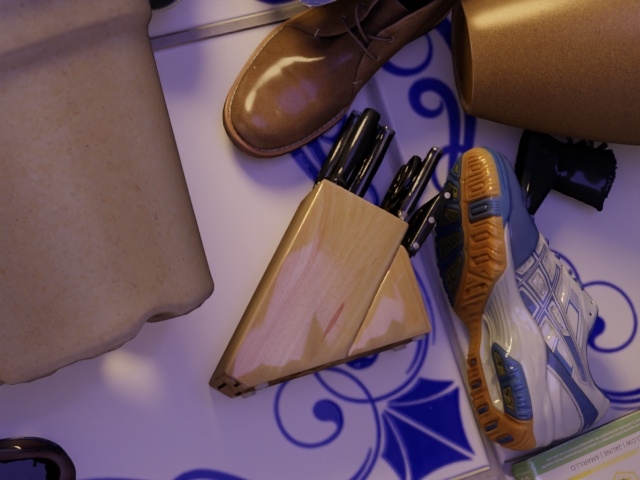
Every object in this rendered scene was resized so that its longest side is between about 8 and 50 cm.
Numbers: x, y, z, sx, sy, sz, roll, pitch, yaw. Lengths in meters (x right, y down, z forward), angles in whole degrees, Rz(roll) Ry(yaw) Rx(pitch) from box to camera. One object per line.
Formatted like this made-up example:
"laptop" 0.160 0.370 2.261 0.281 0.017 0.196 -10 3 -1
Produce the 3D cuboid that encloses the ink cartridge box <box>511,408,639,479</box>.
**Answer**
"ink cartridge box" 0.309 0.295 1.492 0.171 0.056 0.235 -20 81 -19

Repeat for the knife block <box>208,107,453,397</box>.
"knife block" 0.000 0.000 1.461 0.275 0.088 0.242 -16 81 -17

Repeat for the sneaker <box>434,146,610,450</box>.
"sneaker" 0.201 0.052 1.503 0.131 0.112 0.297 -9 88 -25

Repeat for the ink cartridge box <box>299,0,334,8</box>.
"ink cartridge box" 0.035 -0.325 1.501 0.224 0.045 0.223 -23 44 -19

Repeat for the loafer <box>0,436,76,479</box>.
"loafer" -0.358 0.224 1.307 0.302 0.095 0.109 -12 80 -17

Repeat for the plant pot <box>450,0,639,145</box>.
"plant pot" 0.264 -0.197 1.520 0.254 0.237 0.237 -6 78 -5

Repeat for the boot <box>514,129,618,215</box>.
"boot" 0.246 -0.055 1.563 0.099 0.045 0.121 19 69 -10

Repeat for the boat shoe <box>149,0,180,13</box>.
"boat shoe" -0.212 -0.366 1.385 0.127 0.113 0.340 -22 99 -7

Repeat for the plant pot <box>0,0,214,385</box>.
"plant pot" -0.244 -0.052 1.309 0.333 0.334 0.306 -24 96 -19

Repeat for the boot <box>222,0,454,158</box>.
"boot" 0.027 -0.200 1.502 0.305 0.115 0.112 -42 92 -19
